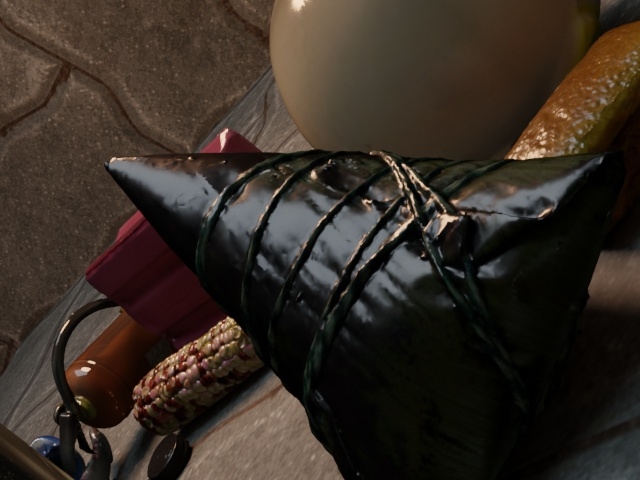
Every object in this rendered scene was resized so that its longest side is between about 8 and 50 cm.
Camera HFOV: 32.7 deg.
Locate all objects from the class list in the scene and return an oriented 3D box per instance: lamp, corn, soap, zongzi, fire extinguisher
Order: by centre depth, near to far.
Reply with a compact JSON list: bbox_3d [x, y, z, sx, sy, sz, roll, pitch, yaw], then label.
[{"bbox_3d":[0.006,0.020,0.848,0.383,0.362,0.319,-132,63,-73],"label":"zongzi"},{"bbox_3d":[-0.318,0.387,1.392,0.371,0.108,0.130,-50,18,2],"label":"lamp"},{"bbox_3d":[-0.151,0.175,1.443,0.280,0.092,0.092,-37,20,36],"label":"corn"},{"bbox_3d":[-0.150,0.025,1.514,0.359,0.233,0.128,-34,20,50],"label":"soap"},{"bbox_3d":[-0.313,0.160,1.665,0.113,0.200,0.376,-17,24,35],"label":"fire extinguisher"}]

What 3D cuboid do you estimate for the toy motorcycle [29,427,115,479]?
[{"bbox_3d":[-0.424,0.406,1.632,0.319,0.240,0.182,-100,10,-63],"label":"toy motorcycle"}]

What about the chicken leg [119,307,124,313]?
[{"bbox_3d":[-0.316,0.115,2.105,0.227,0.088,0.103,-28,17,43],"label":"chicken leg"}]

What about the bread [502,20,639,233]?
[{"bbox_3d":[0.232,-0.089,0.901,0.172,0.103,0.132,-53,15,-12],"label":"bread"}]

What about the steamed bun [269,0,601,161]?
[{"bbox_3d":[0.117,-0.228,1.163,0.374,0.334,0.334,-38,20,44],"label":"steamed bun"}]

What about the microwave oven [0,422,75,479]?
[{"bbox_3d":[-0.405,0.412,1.096,0.432,0.374,0.236,-50,24,-12],"label":"microwave oven"}]
